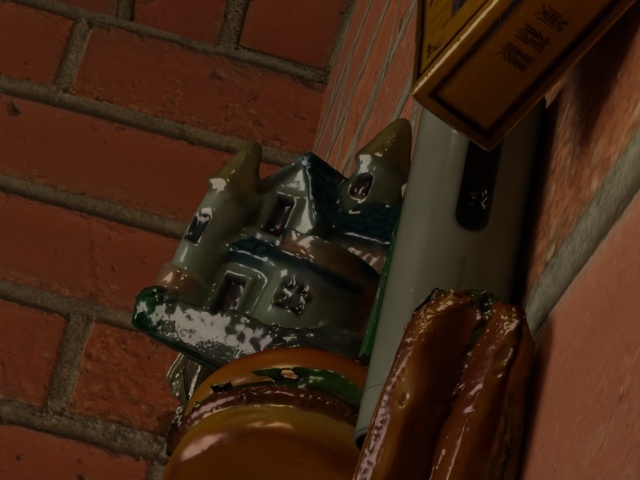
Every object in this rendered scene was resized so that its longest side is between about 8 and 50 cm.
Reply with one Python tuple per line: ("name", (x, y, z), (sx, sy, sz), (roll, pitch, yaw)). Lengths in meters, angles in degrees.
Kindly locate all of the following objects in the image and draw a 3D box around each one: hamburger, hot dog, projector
("hamburger", (-0.014, 0.196, 1.412), (0.170, 0.246, 0.246), (-76, 4, -51))
("hot dog", (0.086, 0.160, 1.161), (0.072, 0.115, 0.269), (46, -118, -57))
("projector", (0.110, 0.020, 1.324), (0.108, 0.108, 0.337), (117, 167, -66))

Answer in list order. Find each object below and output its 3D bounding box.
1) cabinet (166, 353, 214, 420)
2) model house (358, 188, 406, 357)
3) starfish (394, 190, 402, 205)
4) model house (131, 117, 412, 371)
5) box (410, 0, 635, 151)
("cabinet", (-0.036, 0.103, 1.926), (0.318, 0.227, 0.290), (-141, 71, -84))
("model house", (0.103, 0.037, 1.455), (0.117, 0.088, 0.167), (140, 146, -81))
("starfish", (0.084, -0.040, 2.127), (0.130, 0.041, 0.133), (-56, -46, -23))
("model house", (0.000, 0.000, 1.639), (0.194, 0.267, 0.325), (40, -107, -51))
("box", (0.163, -0.227, 1.279), (0.193, 0.084, 0.301), (-49, 18, 30))
